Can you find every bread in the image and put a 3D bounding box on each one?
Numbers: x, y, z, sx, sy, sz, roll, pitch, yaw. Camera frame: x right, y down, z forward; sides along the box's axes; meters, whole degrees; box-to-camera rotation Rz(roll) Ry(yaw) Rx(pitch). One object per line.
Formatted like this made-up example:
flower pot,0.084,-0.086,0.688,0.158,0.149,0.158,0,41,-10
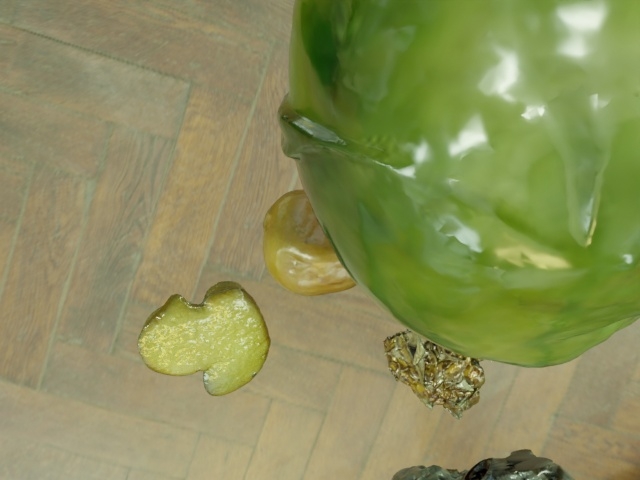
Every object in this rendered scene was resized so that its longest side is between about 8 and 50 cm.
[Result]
bread,-0.139,0.115,1.086,0.149,0.065,0.188,-20,138,-8

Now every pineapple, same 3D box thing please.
pineapple,0.195,0.229,1.590,0.158,0.334,0.161,2,78,-12

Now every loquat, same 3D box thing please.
loquat,0.000,0.000,1.036,0.137,0.137,0.113,8,123,-6

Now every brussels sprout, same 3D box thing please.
brussels sprout,0.142,-0.110,0.583,0.361,0.342,0.425,-38,151,-16

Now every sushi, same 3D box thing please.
sushi,0.237,0.391,1.374,0.332,0.124,0.130,-17,88,19
